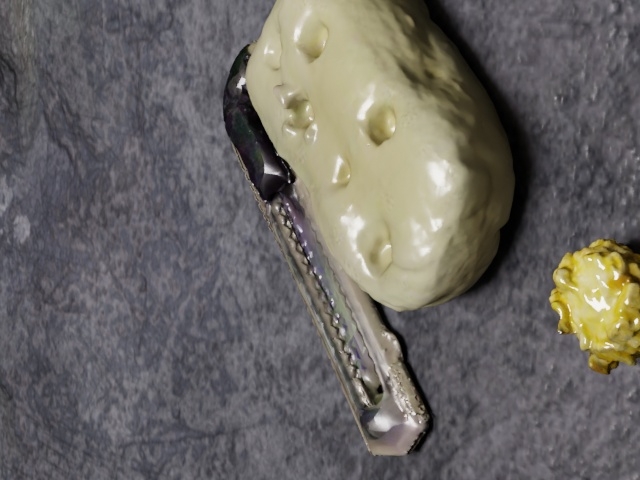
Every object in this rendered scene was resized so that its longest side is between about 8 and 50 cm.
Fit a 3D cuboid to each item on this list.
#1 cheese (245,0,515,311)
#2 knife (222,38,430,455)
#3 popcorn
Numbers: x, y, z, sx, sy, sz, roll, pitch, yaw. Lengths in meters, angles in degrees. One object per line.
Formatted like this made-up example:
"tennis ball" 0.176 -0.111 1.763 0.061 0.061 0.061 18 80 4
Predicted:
"cheese" 0.038 -0.077 1.092 0.263 0.093 0.159 59 136 29
"knife" -0.005 0.000 1.196 0.089 0.043 0.365 -46 59 45
"popcorn" 0.178 0.041 0.949 0.082 0.057 0.083 8 96 45
